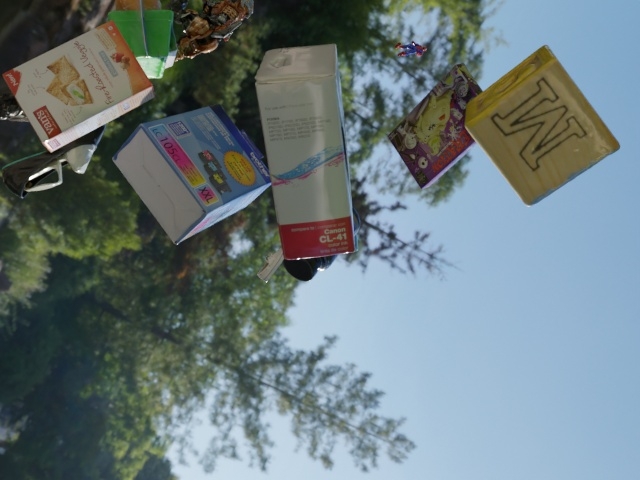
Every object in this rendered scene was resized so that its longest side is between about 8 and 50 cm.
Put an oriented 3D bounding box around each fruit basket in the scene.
[{"bbox_3d":[-0.451,-0.600,1.775,0.327,0.165,0.353,162,-73,-72],"label":"fruit basket"}]

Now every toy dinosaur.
[{"bbox_3d":[-0.341,-0.599,1.976,0.218,0.321,0.164,34,-41,40],"label":"toy dinosaur"}]

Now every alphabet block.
[{"bbox_3d":[0.399,-0.214,1.297,0.193,0.197,0.192,-37,-168,22],"label":"alphabet block"}]

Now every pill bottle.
[{"bbox_3d":[0.000,0.000,1.785,0.219,0.123,0.123,-50,-174,-38],"label":"pill bottle"}]

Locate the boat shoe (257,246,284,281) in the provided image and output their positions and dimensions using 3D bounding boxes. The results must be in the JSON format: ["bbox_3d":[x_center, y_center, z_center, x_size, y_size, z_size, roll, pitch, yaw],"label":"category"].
[{"bbox_3d":[-0.112,0.048,1.639,0.100,0.035,0.035,-54,-166,10],"label":"boat shoe"}]

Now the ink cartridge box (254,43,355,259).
[{"bbox_3d":[-0.019,-0.154,1.195,0.226,0.131,0.306,-88,173,-62],"label":"ink cartridge box"}]

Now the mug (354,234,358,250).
[{"bbox_3d":[0.030,-0.013,2.065,0.129,0.157,0.098,158,-71,-67],"label":"mug"}]

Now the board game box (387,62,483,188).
[{"bbox_3d":[0.357,-0.329,2.078,0.056,0.208,0.347,-25,166,-42],"label":"board game box"}]

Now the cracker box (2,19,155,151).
[{"bbox_3d":[-0.457,-0.295,1.345,0.232,0.156,0.067,-32,175,-11],"label":"cracker box"}]

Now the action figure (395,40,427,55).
[{"bbox_3d":[0.234,-0.482,1.772,0.030,0.038,0.115,-27,174,41],"label":"action figure"}]

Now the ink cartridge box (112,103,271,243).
[{"bbox_3d":[-0.300,-0.191,1.822,0.151,0.270,0.395,-37,180,30],"label":"ink cartridge box"}]

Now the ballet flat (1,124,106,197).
[{"bbox_3d":[-0.623,-0.189,1.691,0.280,0.096,0.095,-30,174,-1],"label":"ballet flat"}]

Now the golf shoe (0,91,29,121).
[{"bbox_3d":[-0.674,-0.326,1.667,0.094,0.198,0.077,13,74,-66],"label":"golf shoe"}]
